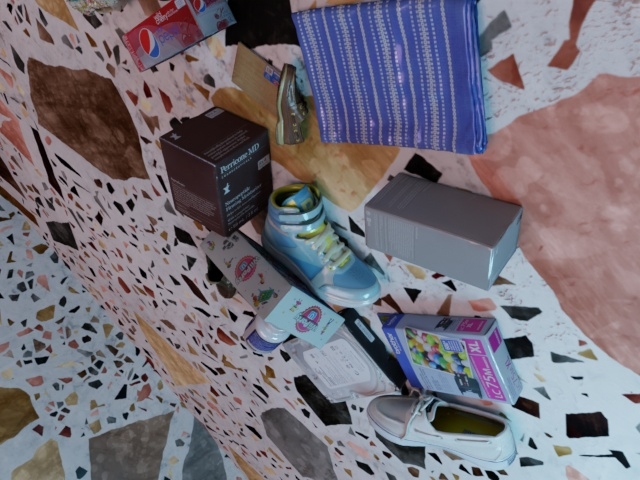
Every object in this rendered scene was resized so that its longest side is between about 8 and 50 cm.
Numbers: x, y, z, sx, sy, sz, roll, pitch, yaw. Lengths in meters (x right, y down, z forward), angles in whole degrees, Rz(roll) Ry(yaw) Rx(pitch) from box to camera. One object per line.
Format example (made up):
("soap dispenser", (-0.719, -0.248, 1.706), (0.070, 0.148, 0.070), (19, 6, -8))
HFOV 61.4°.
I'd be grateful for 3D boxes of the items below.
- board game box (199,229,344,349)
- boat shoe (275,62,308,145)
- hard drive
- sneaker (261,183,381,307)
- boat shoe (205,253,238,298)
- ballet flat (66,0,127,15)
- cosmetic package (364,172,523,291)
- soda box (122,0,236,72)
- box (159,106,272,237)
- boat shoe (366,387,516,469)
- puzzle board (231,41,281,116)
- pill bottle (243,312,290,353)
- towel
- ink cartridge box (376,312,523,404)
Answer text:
("board game box", (-0.114, 0.098, 1.234), (0.303, 0.097, 0.224), (40, -179, 41))
("boat shoe", (-0.052, -0.255, 1.022), (0.060, 0.064, 0.178), (5, 140, -1))
("hard drive", (0.053, 0.319, 1.446), (0.237, 0.064, 0.339), (51, 145, -4))
("sneaker", (0.000, 0.000, 1.147), (0.319, 0.127, 0.208), (31, 143, 20))
("boat shoe", (-0.295, 0.090, 1.556), (0.095, 0.095, 0.257), (29, 141, 23))
("ballet flat", (-0.468, -0.537, 1.174), (0.241, 0.091, 0.077), (16, 164, 41))
("cosmetic package", (0.205, -0.022, 0.917), (0.238, 0.127, 0.107), (25, 138, 31))
("soda box", (-0.288, -0.420, 1.071), (0.263, 0.092, 0.083), (-2, 123, 46))
("box", (-0.224, -0.152, 1.193), (0.167, 0.168, 0.203), (28, 140, 25))
("boat shoe", (0.262, 0.407, 1.254), (0.367, 0.136, 0.156), (9, 130, 37))
("puzzle board", (-0.121, -0.319, 1.067), (0.128, 0.011, 0.096), (39, 142, 10))
("pill bottle", (-0.142, 0.246, 1.533), (0.112, 0.112, 0.187), (45, 145, 3))
("towel", (0.104, -0.258, 0.871), (0.336, 0.040, 0.243), (13, 131, 38))
("ink cartridge box", (0.260, 0.250, 1.173), (0.311, 0.065, 0.186), (-3, 121, 49))
